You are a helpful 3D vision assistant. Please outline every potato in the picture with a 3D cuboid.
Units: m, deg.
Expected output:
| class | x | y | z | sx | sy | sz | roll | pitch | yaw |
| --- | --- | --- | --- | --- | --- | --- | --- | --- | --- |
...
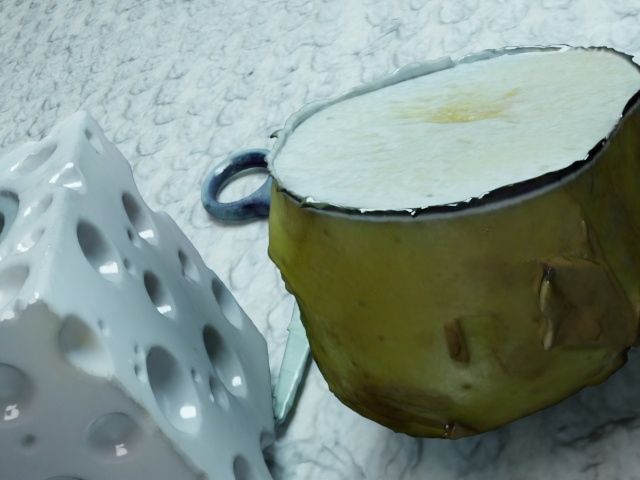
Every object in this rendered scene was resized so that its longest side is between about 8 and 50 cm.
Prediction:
| class | x | y | z | sx | sy | sz | roll | pitch | yaw |
| --- | --- | --- | --- | --- | --- | --- | --- | --- | --- |
| potato | 0.099 | 0.001 | 0.680 | 0.247 | 0.196 | 0.299 | 3 | 28 | 27 |

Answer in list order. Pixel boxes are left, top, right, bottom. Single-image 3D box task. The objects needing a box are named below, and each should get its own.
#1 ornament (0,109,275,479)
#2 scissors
| class | x | y | z | sx | sy | sz | roll | pitch | yaw |
| --- | --- | --- | --- | --- | --- | --- | --- | --- | --- |
| ornament | -0.188 | 0.107 | 0.676 | 0.240 | 0.239 | 0.239 | -29 | 28 | 11 |
| scissors | 0.000 | 0.000 | 0.892 | 0.256 | 0.029 | 0.383 | -21 | 36 | 15 |
